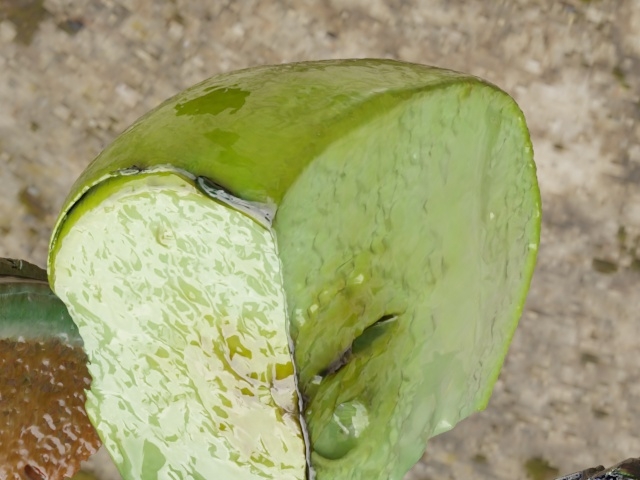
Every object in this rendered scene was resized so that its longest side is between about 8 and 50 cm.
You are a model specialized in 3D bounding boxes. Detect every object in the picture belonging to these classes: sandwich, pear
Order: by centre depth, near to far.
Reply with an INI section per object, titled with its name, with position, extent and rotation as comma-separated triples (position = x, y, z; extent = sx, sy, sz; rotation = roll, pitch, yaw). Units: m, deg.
[pear]
position = 0.000, 0.000, 0.855
extent = 0.176, 0.282, 0.286
rotation = 20, 134, 33
[sandwich]
position = -0.264, 0.116, 1.332
extent = 0.109, 0.212, 0.292
rotation = 5, 147, 42

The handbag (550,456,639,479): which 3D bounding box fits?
[handbag]
position = 0.205, 0.220, 0.996
extent = 0.229, 0.127, 0.208
rotation = 29, 133, -31
